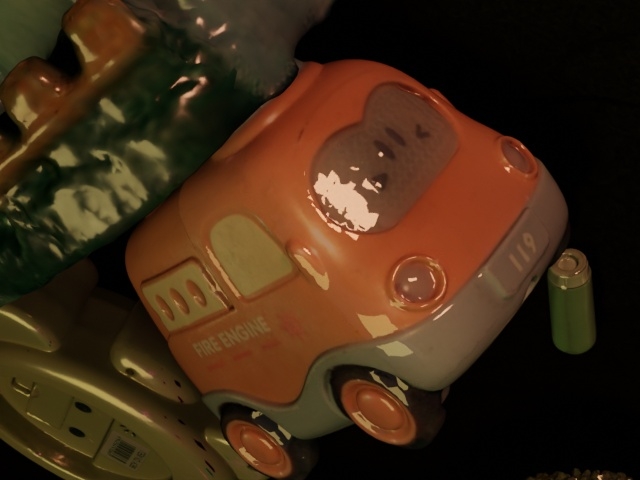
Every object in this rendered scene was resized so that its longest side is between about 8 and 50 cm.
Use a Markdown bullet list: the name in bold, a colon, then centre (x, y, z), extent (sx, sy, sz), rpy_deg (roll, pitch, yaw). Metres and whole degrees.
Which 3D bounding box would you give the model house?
- **model house**: centre (-0.208, -0.163, 0.794), extent (0.329, 0.252, 0.295), rpy_deg (48, 144, -17)

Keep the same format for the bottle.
- **bottle**: centre (0.168, 0.041, 0.964), extent (0.030, 0.030, 0.083), rpy_deg (13, 144, 24)

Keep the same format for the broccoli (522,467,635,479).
- **broccoli**: centre (0.208, 0.296, 1.121), extent (0.260, 0.235, 0.288), rpy_deg (38, 161, 36)

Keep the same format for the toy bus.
- **toy bus**: centre (0.000, 0.000, 0.912), extent (0.232, 0.194, 0.287), rpy_deg (50, 145, -8)

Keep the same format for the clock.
- **clock**: centre (-0.189, 0.143, 1.313), extent (0.309, 0.114, 0.284), rpy_deg (29, 146, -3)
